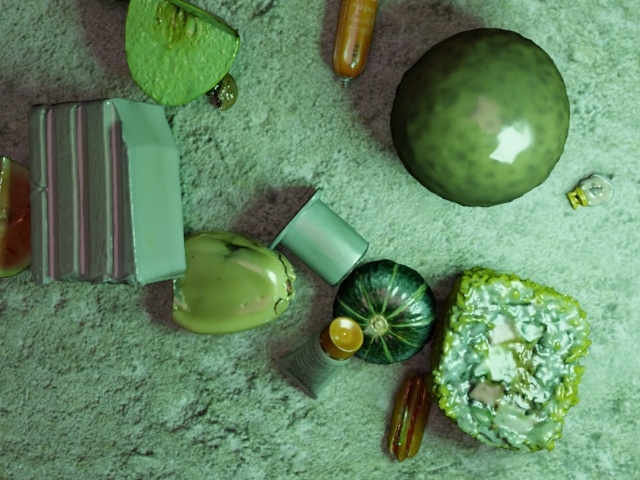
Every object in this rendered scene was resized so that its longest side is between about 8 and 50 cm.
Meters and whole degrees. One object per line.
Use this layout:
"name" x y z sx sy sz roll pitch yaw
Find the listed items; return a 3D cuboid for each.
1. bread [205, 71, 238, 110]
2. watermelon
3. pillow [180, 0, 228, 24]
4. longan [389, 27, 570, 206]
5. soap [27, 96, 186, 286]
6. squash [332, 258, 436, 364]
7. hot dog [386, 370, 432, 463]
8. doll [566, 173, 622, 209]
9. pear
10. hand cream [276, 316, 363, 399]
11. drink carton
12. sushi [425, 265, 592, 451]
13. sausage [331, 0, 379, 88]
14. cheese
"bread" -0.253 -0.384 1.777 0.113 0.060 0.082 44 98 4
"watermelon" -0.785 -0.063 1.818 0.128 0.159 0.303 14 97 35
"pillow" -0.341 -0.539 1.792 0.218 0.033 0.130 32 100 3
"longan" 0.349 -0.267 1.570 0.391 0.391 0.391 0 93 6
"soap" -0.506 -0.115 1.698 0.350 0.213 0.435 -2 91 30
"squash" 0.153 0.173 1.707 0.252 0.165 0.252 3 106 12
"hot dog" 0.222 0.439 1.764 0.092 0.062 0.235 11 94 2
"doll" 0.650 -0.118 1.683 0.127 0.084 0.073 -25 84 12
"pear" -0.334 -0.442 1.720 0.288 0.139 0.239 29 105 7
"hand cream" -0.001 0.289 1.699 0.140 0.089 0.314 44 138 1
"drink carton" 0.000 0.000 1.722 0.190 0.185 0.191 41 94 -9
"sushi" 0.434 0.272 1.641 0.351 0.240 0.396 16 91 4
"sausage" 0.086 -0.522 1.721 0.093 0.093 0.312 10 94 5
"cheese" -0.213 0.104 1.767 0.316 0.128 0.259 -1 97 14
